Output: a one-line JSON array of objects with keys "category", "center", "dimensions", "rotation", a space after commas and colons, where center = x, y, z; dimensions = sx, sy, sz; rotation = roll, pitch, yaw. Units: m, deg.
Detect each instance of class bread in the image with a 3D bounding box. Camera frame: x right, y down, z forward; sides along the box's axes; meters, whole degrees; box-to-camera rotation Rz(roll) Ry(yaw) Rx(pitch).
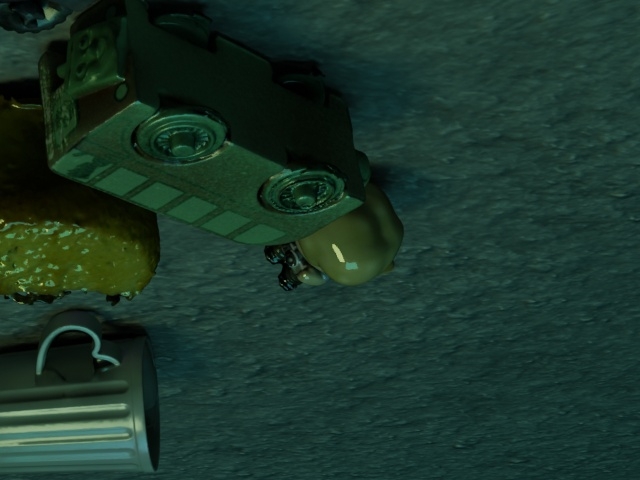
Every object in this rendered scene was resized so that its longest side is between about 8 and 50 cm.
[{"category": "bread", "center": [-0.254, -0.043, 1.350], "dimensions": [0.261, 0.160, 0.147], "rotation": [5, 149, -23]}]

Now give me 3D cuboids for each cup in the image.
[{"category": "cup", "center": [-0.305, 0.181, 1.887], "dimensions": [0.202, 0.221, 0.167], "rotation": [-4, -170, 0]}]

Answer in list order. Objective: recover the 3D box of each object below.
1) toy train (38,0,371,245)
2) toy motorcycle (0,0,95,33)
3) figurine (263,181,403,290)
[{"category": "toy train", "center": [-0.092, -0.090, 1.318], "dimensions": [0.159, 0.129, 0.326], "rotation": [-27, 149, 33]}, {"category": "toy motorcycle", "center": [-0.185, -0.220, 1.068], "dimensions": [0.122, 0.082, 0.213], "rotation": [4, 147, -48]}, {"category": "figurine", "center": [0.000, 0.000, 1.601], "dimensions": [0.108, 0.114, 0.196], "rotation": [-20, 178, -36]}]
